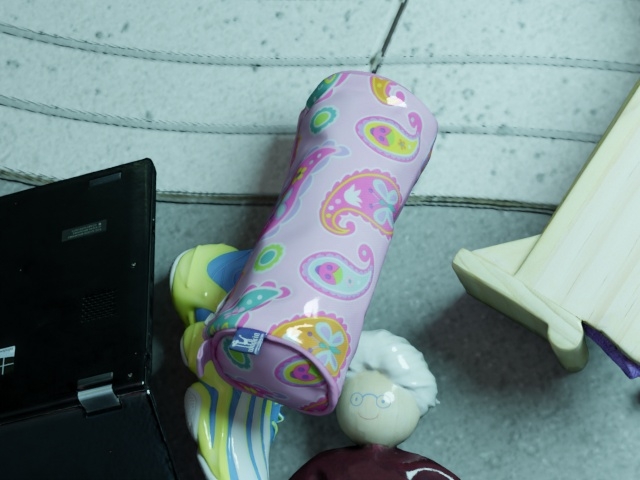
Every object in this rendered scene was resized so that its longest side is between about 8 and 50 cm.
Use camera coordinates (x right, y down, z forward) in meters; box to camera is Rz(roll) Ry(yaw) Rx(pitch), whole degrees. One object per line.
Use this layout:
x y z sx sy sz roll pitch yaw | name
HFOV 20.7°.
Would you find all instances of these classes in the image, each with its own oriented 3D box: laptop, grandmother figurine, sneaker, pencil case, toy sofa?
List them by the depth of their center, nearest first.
0.273 -0.066 1.383 0.177 0.150 0.362 32 86 13 | toy sofa
0.043 0.241 1.393 0.208 0.104 0.342 3 80 -1 | grandmother figurine
0.000 0.000 1.400 0.124 0.124 0.284 14 59 16 | pencil case
-0.049 0.107 1.449 0.126 0.091 0.240 -16 73 9 | sneaker
-0.286 0.188 1.521 0.382 0.236 0.408 -14 46 11 | laptop
